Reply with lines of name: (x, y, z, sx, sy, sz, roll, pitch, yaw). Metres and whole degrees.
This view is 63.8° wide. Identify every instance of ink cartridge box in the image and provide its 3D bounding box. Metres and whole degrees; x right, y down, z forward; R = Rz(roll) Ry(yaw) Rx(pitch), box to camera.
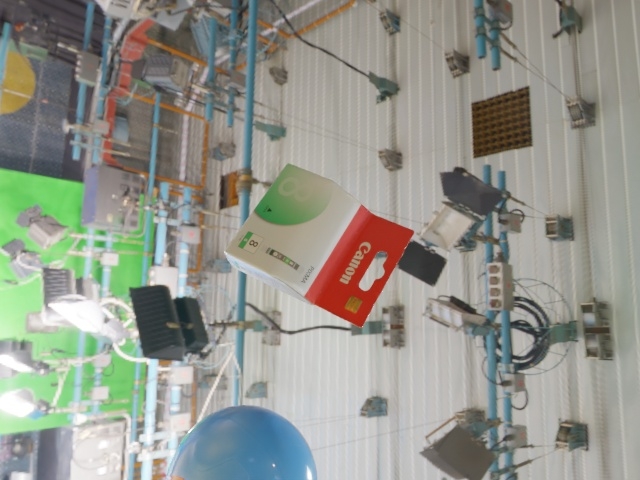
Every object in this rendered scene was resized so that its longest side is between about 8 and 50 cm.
ink cartridge box: (0.000, 0.000, 0.756, 0.224, 0.056, 0.181, 23, -115, 22)

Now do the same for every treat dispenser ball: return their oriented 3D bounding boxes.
treat dispenser ball: (-0.148, 0.465, 0.982, 0.288, 0.288, 0.288, -10, -104, 44)
